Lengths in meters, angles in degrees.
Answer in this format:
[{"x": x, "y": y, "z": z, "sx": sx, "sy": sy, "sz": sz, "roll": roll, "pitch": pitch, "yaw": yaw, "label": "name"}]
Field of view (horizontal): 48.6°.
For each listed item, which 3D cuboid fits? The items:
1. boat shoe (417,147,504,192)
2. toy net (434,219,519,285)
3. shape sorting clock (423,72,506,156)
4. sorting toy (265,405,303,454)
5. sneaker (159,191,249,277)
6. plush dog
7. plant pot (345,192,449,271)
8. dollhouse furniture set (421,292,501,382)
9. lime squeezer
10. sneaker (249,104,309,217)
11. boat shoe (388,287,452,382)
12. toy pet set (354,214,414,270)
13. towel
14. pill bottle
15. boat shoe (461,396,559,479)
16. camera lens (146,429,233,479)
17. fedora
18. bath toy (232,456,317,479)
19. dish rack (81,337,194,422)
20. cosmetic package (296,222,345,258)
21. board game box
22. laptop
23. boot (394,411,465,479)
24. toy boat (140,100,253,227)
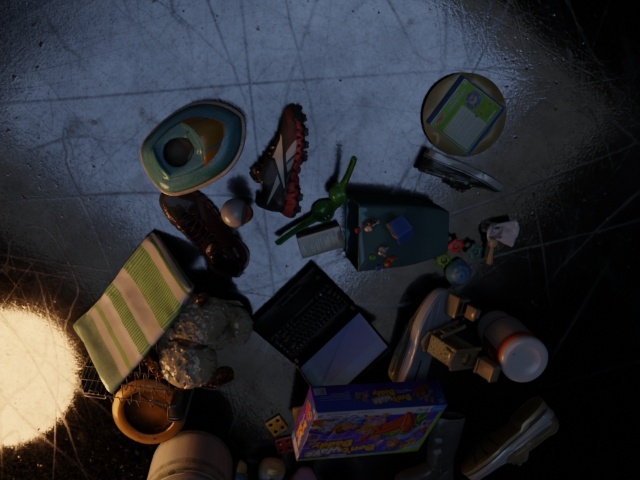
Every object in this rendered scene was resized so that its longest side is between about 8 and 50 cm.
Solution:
[{"x": 0.351, "y": -0.160, "z": 1.781, "sx": 0.219, "sy": 0.078, "sz": 0.070, "roll": 23, "pitch": 100, "yaw": -2, "label": "boat shoe"}, {"x": 0.408, "y": 0.014, "z": 1.844, "sx": 0.232, "sy": 0.045, "sz": 0.122, "roll": -41, "pitch": 102, "yaw": 4, "label": "toy net"}, {"x": 0.357, "y": -0.311, "z": 1.758, "sx": 0.206, "sy": 0.040, "sz": 0.206, "roll": -1, "pitch": 107, "yaw": -2, "label": "shape sorting clock"}, {"x": -0.009, "y": 0.513, "z": 1.927, "sx": 0.274, "sy": 0.046, "sz": 0.132, "roll": -10, "pitch": 104, "yaw": -2, "label": "sorting toy"}, {"x": -0.277, "y": -0.016, "z": 1.711, "sx": 0.281, "sy": 0.162, "sz": 0.106, "roll": 43, "pitch": 97, "yaw": -14, "label": "sneaker"}, {"x": -0.303, "y": 0.247, "z": 1.719, "sx": 0.262, "sy": 0.210, "sz": 0.225, "roll": 13, "pitch": 76, "yaw": -5, "label": "plush dog"}, {"x": 0.191, "y": -0.028, "z": 1.754, "sx": 0.234, "sy": 0.166, "sz": 0.166, "roll": -2, "pitch": 104, "yaw": -8, "label": "plant pot"}, {"x": 0.355, "y": 0.238, "z": 1.744, "sx": 0.101, "sy": 0.182, "sz": 0.161, "roll": 1, "pitch": 108, "yaw": -35, "label": "dollhouse furniture set"}, {"x": 0.011, "y": -0.099, "z": 1.741, "sx": 0.110, "sy": 0.059, "sz": 0.310, "roll": 13, "pitch": 131, "yaw": -44, "label": "lime squeezer"}, {"x": -0.102, "y": -0.193, "z": 1.716, "sx": 0.135, "sy": 0.097, "sz": 0.276, "roll": 5, "pitch": 105, "yaw": -8, "label": "sneaker"}, {"x": 0.252, "y": 0.255, "z": 1.859, "sx": 0.109, "sy": 0.094, "sz": 0.302, "roll": 15, "pitch": 101, "yaw": -38, "label": "boat shoe"}, {"x": 0.159, "y": 0.002, "z": 1.640, "sx": 0.114, "sy": 0.065, "sz": 0.122, "roll": -32, "pitch": 109, "yaw": -3, "label": "toy pet set"}, {"x": -0.456, "y": 0.167, "z": 1.721, "sx": 0.325, "sy": 0.248, "sz": 0.038, "roll": -48, "pitch": 143, "yaw": 7, "label": "towel"}, {"x": 0.485, "y": 0.264, "z": 1.818, "sx": 0.121, "sy": 0.221, "sz": 0.121, "roll": -1, "pitch": 104, "yaw": -6, "label": "pill bottle"}, {"x": 0.528, "y": 0.569, "z": 1.955, "sx": 0.302, "sy": 0.113, "sz": 0.103, "roll": -42, "pitch": 98, "yaw": 5, "label": "boat shoe"}, {"x": -0.335, "y": 0.634, "z": 1.809, "sx": 0.219, "sy": 0.274, "sz": 0.219, "roll": -1, "pitch": 104, "yaw": -5, "label": "camera lens"}, {"x": -0.444, "y": 0.434, "z": 1.852, "sx": 0.194, "sy": 0.079, "sz": 0.194, "roll": -2, "pitch": 106, "yaw": -7, "label": "fedora"}, {"x": -0.068, "y": 0.679, "z": 1.925, "sx": 0.348, "sy": 0.129, "sz": 0.151, "roll": 14, "pitch": 83, "yaw": -9, "label": "bath toy"}, {"x": -0.448, "y": 0.328, "z": 1.774, "sx": 0.271, "sy": 0.208, "sz": 0.074, "roll": 8, "pitch": 139, "yaw": 1, "label": "dish rack"}, {"x": 0.000, "y": 0.000, "z": 1.803, "sx": 0.115, "sy": 0.041, "sz": 0.060, "roll": -15, "pitch": 106, "yaw": -1, "label": "cosmetic package"}, {"x": 0.120, "y": 0.462, "z": 1.820, "sx": 0.347, "sy": 0.078, "sz": 0.233, "roll": 1, "pitch": 135, "yaw": -18, "label": "board game box"}, {"x": -0.001, "y": 0.247, "z": 1.813, "sx": 0.234, "sy": 0.136, "sz": 0.264, "roll": -44, "pitch": 113, "yaw": 6, "label": "laptop"}, {"x": 0.303, "y": 0.579, "z": 1.957, "sx": 0.189, "sy": 0.076, "sz": 0.209, "roll": -2, "pitch": 112, "yaw": -19, "label": "boot"}, {"x": -0.260, "y": -0.169, "z": 1.656, "sx": 0.267, "sy": 0.148, "sz": 0.318, "roll": -35, "pitch": 89, "yaw": 5, "label": "toy boat"}]
